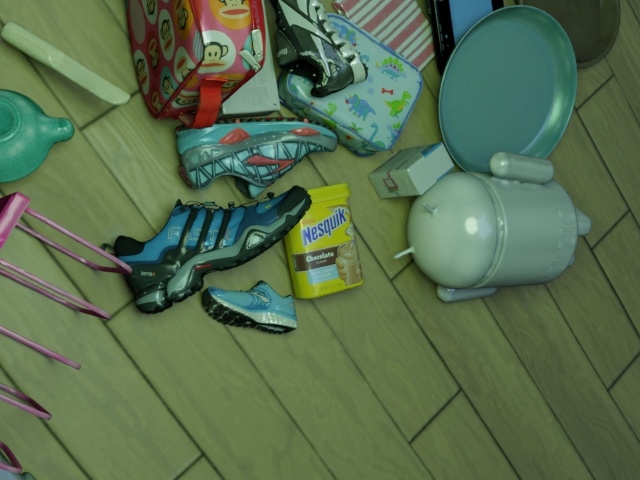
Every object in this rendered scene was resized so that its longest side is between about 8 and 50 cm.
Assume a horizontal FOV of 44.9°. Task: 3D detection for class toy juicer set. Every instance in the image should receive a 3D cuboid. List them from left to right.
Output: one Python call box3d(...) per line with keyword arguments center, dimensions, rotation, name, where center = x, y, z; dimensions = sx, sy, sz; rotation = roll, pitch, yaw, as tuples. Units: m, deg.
box3d(center=(-0.449, -0.172, 1.030), dimensions=(0.329, 0.089, 0.209), rotation=(-37, 86, -21), name="toy juicer set")

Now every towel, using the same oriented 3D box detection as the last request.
box3d(center=(0.122, -0.376, 1.366), dimensions=(0.144, 0.029, 0.197), rotation=(-45, 110, -22), name="towel")

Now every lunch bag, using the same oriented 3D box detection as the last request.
box3d(center=(-0.176, -0.281, 1.047), dimensions=(0.120, 0.293, 0.258), rotation=(-10, 88, -27), name="lunch bag")
box3d(center=(0.051, -0.256, 1.279), dimensions=(0.219, 0.090, 0.176), rotation=(29, 78, -17), name="lunch bag")

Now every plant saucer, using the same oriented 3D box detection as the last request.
box3d(center=(0.337, -0.266, 1.417), dimensions=(0.317, 0.043, 0.318), rotation=(-9, 111, -25), name="plant saucer")
box3d(center=(0.493, -0.480, 1.557), dimensions=(0.278, 0.041, 0.278), rotation=(1, 87, -27), name="plant saucer")

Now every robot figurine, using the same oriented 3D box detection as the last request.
box3d(center=(0.297, -0.019, 1.339), dimensions=(0.353, 0.200, 0.300), rotation=(-2, 122, -27), name="robot figurine")

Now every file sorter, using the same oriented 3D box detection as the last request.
box3d(center=(-0.394, 0.114, 0.972), dimensions=(0.182, 0.202, 0.291), rotation=(34, 73, -25), name="file sorter")

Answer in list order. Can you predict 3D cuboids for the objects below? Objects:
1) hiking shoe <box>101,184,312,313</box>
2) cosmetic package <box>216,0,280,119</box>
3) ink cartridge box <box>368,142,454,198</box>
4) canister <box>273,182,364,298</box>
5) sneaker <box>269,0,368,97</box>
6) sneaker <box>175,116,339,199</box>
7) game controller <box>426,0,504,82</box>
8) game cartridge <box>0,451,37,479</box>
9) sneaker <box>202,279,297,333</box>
box3d(center=(-0.155, -0.017, 1.130), dimensions=(0.304, 0.113, 0.132), rotation=(-31, 89, -14), name="hiking shoe")
box3d(center=(-0.134, -0.313, 1.206), dimensions=(0.099, 0.060, 0.239), rotation=(-9, 91, -26), name="cosmetic package")
box3d(center=(0.152, -0.117, 1.313), dimensions=(0.088, 0.122, 0.052), rotation=(-39, 109, -23), name="ink cartridge box")
box3d(center=(0.000, 0.000, 1.255), dimensions=(0.126, 0.073, 0.170), rotation=(-13, 95, -27), name="canister")
box3d(center=(-0.035, -0.313, 1.170), dimensions=(0.106, 0.078, 0.234), rotation=(-37, 90, -16), name="sneaker")
box3d(center=(-0.096, -0.129, 1.210), dimensions=(0.262, 0.104, 0.125), rotation=(-5, 101, -20), name="sneaker")
box3d(center=(0.257, -0.443, 1.383), dimensions=(0.166, 0.067, 0.319), rotation=(-23, 110, -36), name="game controller")
box3d(center=(-0.404, 0.477, 1.028), dimensions=(0.230, 0.068, 0.355), rotation=(-42, 106, -27), name="game cartridge")
box3d(center=(-0.110, 0.096, 1.210), dimensions=(0.162, 0.063, 0.073), rotation=(19, 61, -30), name="sneaker")
